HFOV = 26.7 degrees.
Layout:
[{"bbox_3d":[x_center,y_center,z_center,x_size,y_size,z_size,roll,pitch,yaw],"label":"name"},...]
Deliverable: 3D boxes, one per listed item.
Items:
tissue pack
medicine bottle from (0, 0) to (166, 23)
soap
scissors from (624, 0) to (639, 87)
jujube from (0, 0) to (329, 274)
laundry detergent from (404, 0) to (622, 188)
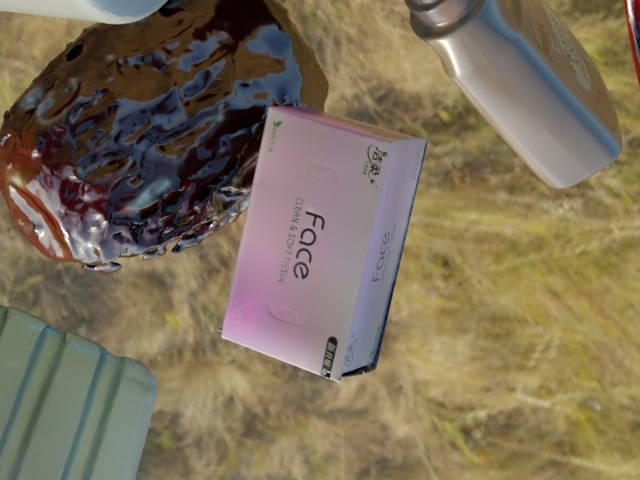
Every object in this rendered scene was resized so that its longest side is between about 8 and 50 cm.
[{"bbox_3d":[0.000,0.000,1.349,0.092,0.148,0.246,-9,114,-60],"label":"tissue pack"},{"bbox_3d":[-0.198,-0.249,0.748,0.232,0.238,0.238,8,143,18],"label":"medicine bottle"},{"bbox_3d":[-0.268,0.217,1.070,0.208,0.347,0.115,25,130,-13],"label":"soap"},{"bbox_3d":[0.126,-0.163,0.521,0.017,0.144,0.248,-15,99,-1],"label":"scissors"},{"bbox_3d":[-0.159,-0.128,1.431,0.376,0.258,0.258,-37,149,-35],"label":"jujube"},{"bbox_3d":[0.123,-0.157,0.975,0.076,0.171,0.237,-32,133,22],"label":"laundry detergent"}]
